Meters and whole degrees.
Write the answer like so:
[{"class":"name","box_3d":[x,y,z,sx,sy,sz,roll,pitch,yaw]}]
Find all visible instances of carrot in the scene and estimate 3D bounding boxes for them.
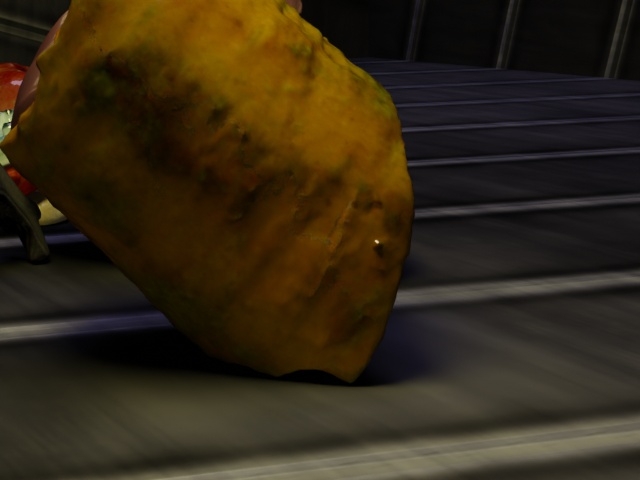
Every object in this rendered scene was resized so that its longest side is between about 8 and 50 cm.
[{"class":"carrot","box_3d":[-0.076,-0.068,1.054,0.241,0.341,0.241,-44,12,12]}]

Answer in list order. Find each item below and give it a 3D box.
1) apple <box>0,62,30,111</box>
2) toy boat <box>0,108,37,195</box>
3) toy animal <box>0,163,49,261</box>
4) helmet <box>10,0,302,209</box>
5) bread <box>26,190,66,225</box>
[{"class":"apple","box_3d":[-0.379,-0.146,1.826,0.181,0.168,0.181,2,6,0]},{"class":"toy boat","box_3d":[-0.447,-0.100,1.555,0.332,0.133,0.145,-12,23,-13]},{"class":"toy animal","box_3d":[-0.388,-0.001,1.396,0.210,0.121,0.117,-15,52,17]},{"class":"helmet","box_3d":[-0.184,-0.156,1.394,0.197,0.338,0.271,33,44,-9]},{"class":"bread","box_3d":[-0.374,-0.049,1.667,0.251,0.039,0.182,-2,11,-9]}]
